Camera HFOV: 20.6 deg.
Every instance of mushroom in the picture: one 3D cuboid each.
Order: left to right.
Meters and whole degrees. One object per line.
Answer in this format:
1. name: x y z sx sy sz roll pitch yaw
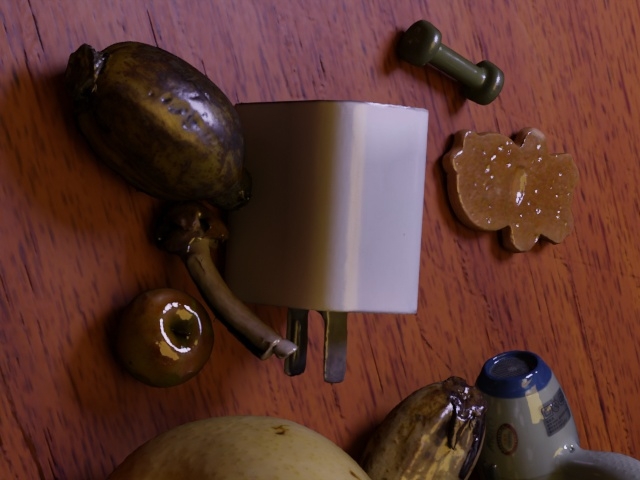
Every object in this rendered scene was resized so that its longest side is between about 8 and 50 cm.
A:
1. mushroom: -0.083 0.040 1.571 0.060 0.187 0.061 -43 158 16

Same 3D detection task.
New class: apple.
1. apple: -0.140 0.086 1.571 0.089 0.074 0.089 0 90 -37

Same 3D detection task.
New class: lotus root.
1. lotus root: -0.133 -0.099 1.539 0.209 0.120 0.120 40 69 -27
2. lotus root: 0.078 0.250 1.740 0.110 0.097 0.258 34 79 -26

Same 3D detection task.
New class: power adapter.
1. power adapter: 0.000 0.000 1.606 0.124 0.187 0.255 4 90 -37

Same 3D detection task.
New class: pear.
1. pear: -0.063 0.303 1.510 0.309 0.309 0.309 -2 94 -38

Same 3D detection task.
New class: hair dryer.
1. hair dryer: 0.267 0.288 1.801 0.119 0.298 0.296 -32 142 -36

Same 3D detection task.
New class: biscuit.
1. biscuit: 0.202 -0.052 1.860 0.184 0.027 0.133 -5 96 -36

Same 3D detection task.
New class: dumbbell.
1. dumbbell: 0.133 -0.179 1.785 0.118 0.052 0.046 27 99 -35
